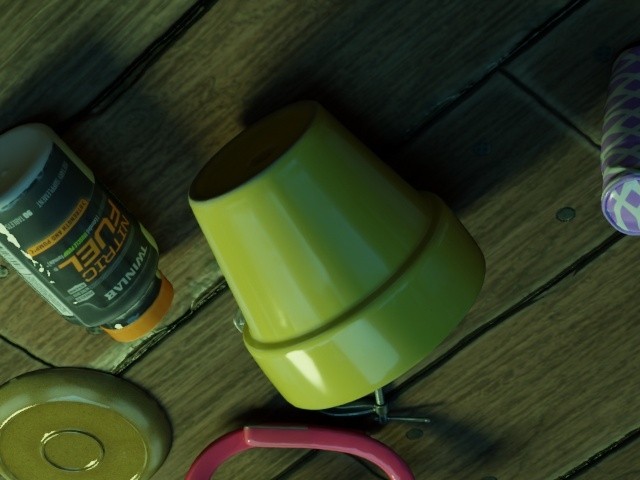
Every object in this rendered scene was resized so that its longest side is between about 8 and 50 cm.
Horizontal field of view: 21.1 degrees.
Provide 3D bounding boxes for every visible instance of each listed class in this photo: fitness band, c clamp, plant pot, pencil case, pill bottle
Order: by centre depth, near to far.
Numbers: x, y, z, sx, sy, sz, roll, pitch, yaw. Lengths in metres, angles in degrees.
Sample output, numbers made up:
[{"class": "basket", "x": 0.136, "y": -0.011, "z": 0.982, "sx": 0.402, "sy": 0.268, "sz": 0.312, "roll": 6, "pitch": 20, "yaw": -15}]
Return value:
[{"class": "pencil case", "x": 0.316, "y": -0.099, "z": 1.659, "sx": 0.086, "sy": 0.206, "sz": 0.088, "roll": 0, "pitch": 137, "yaw": 17}, {"class": "plant pot", "x": 0.000, "y": 0.000, "z": 1.727, "sx": 0.254, "sy": 0.254, "sz": 0.239, "roll": -28, "pitch": 112, "yaw": 22}, {"class": "pill bottle", "x": -0.256, "y": 0.002, "z": 1.786, "sx": 0.130, "sy": 0.130, "sz": 0.245, "roll": -25, "pitch": 128, "yaw": 21}, {"class": "c clamp", "x": 0.048, "y": 0.163, "z": 2.014, "sx": 0.137, "sy": 0.022, "sz": 0.160, "roll": -7, "pitch": 134, "yaw": 12}, {"class": "fitness band", "x": -0.024, "y": 0.324, "z": 2.053, "sx": 0.291, "sy": 0.054, "sz": 0.209, "roll": 5, "pitch": 91, "yaw": -7}, {"class": "plant pot", "x": -0.299, "y": 0.246, "z": 2.074, "sx": 0.236, "sy": 0.032, "sz": 0.236, "roll": -1, "pitch": 132, "yaw": -1}]

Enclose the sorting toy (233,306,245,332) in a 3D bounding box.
[{"class": "sorting toy", "x": -0.047, "y": 0.088, "z": 1.930, "sx": 0.083, "sy": 0.045, "sz": 0.075, "roll": -13, "pitch": 138, "yaw": 11}]
